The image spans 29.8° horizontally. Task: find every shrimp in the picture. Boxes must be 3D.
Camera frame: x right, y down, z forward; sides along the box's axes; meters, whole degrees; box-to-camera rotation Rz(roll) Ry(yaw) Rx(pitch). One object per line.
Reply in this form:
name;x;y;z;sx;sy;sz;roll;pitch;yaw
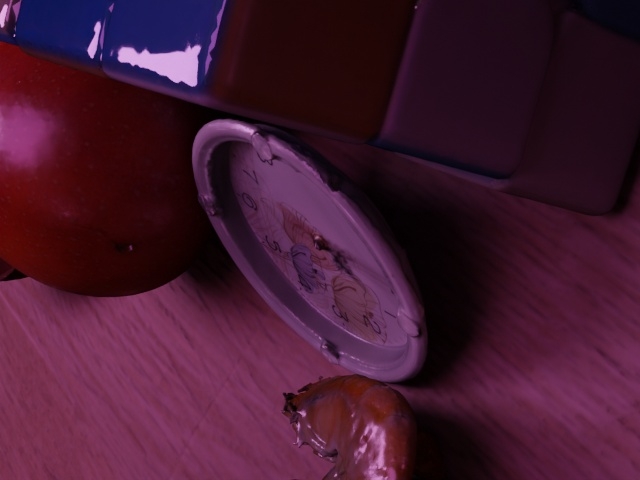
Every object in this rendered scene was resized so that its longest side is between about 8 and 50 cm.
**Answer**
shrimp;0.009;0.158;0.853;0.236;0.053;0.133;-178;95;-69

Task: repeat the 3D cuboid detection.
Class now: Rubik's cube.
Rubik's cube;0.014;-0.240;0.769;0.346;0.344;0.347;21;97;49

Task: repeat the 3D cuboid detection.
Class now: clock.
clock;0.000;0.000;0.874;0.053;0.236;0.236;-41;36;-25

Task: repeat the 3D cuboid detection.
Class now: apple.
apple;-0.189;-0.078;1.022;0.260;0.216;0.261;-174;90;-70

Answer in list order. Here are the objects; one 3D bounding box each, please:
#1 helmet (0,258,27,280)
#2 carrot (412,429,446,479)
helmet;-0.307;-0.024;1.248;0.175;0.106;0.155;-9;78;44
carrot;0.016;0.235;0.876;0.229;0.069;0.069;-58;46;20
